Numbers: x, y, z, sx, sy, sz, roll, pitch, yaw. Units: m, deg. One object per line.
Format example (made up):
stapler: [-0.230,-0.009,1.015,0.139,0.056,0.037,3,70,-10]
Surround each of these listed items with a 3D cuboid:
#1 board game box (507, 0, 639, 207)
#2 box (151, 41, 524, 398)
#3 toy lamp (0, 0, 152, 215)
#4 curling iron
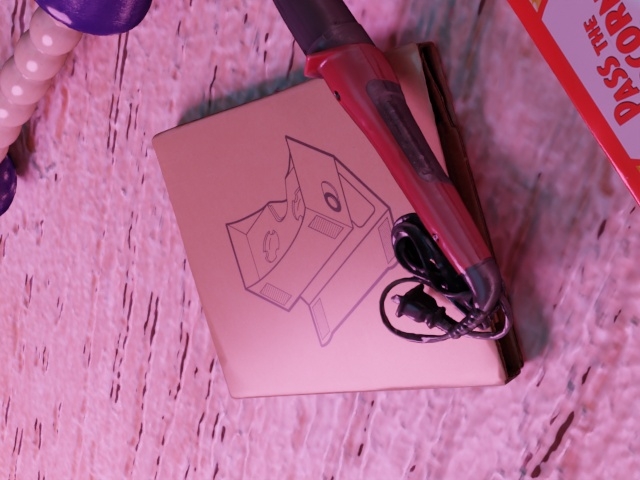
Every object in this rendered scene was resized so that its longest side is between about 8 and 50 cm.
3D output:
board game box: [0.106,-0.109,0.372,0.045,0.147,0.193,-39,78,44]
box: [0.000,0.000,0.602,0.201,0.021,0.164,-11,98,45]
toy lamp: [-0.169,-0.108,0.677,0.275,0.080,0.080,-41,77,43]
curling iron: [0.006,-0.070,0.531,0.068,0.035,0.274,-36,78,43]
